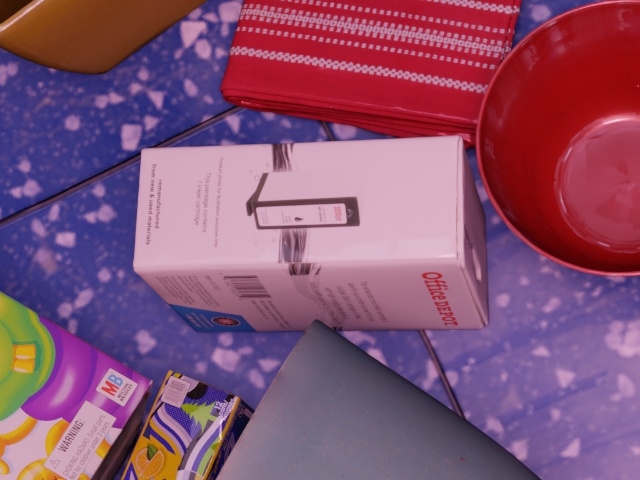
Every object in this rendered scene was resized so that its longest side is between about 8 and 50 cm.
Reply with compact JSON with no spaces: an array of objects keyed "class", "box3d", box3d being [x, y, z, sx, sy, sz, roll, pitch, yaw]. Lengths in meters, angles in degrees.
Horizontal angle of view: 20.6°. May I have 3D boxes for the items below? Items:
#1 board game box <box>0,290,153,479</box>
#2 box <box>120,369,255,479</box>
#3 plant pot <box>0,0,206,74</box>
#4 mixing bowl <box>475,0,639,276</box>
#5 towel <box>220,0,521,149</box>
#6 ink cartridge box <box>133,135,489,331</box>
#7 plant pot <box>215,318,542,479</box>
[{"class":"board game box","box3d":[-0.262,0.094,1.099,0.275,0.144,0.142,30,65,2]},{"class":"box","box3d":[-0.101,0.173,1.136,0.054,0.059,0.169,20,78,16]},{"class":"plant pot","box3d":[-0.161,-0.235,1.209,0.212,0.187,0.212,-36,69,-1]},{"class":"mixing bowl","box3d":[0.193,-0.051,1.121,0.181,0.098,0.181,-3,72,11]},{"class":"towel","box3d":[0.054,-0.204,1.237,0.199,0.031,0.275,10,74,17]},{"class":"ink cartridge box","box3d":[0.000,0.000,1.121,0.203,0.148,0.086,-2,71,11]},{"class":"plant pot","box3d":[0.031,0.228,0.982,0.235,0.293,0.293,28,80,3]}]
